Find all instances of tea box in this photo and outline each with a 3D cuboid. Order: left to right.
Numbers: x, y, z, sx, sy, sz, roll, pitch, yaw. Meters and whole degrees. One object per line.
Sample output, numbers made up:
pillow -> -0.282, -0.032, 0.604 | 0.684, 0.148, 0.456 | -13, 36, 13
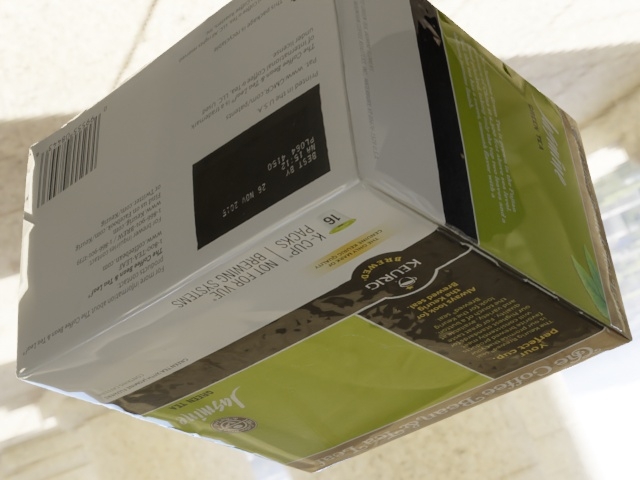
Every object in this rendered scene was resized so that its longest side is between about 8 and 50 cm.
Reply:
tea box -> 0.000, 0.000, 0.908 | 0.329, 0.220, 0.324 | -28, 140, 31
